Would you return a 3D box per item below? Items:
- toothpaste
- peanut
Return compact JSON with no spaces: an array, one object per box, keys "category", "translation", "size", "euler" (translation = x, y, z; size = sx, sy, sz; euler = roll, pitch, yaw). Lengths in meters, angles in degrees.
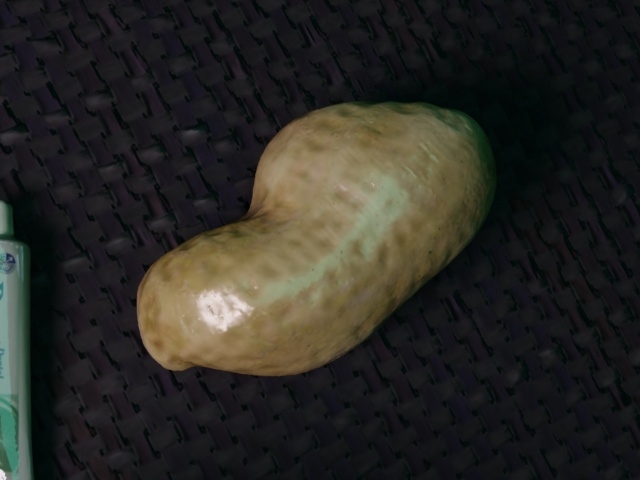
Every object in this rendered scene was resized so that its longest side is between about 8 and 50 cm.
[{"category":"toothpaste","translation":[-0.202,0.084,0.762],"size":[0.064,0.041,0.218],"euler":[1,82,-3]},{"category":"peanut","translation":[0.000,0.000,0.787],"size":[0.137,0.122,0.253],"euler":[45,77,7]}]
